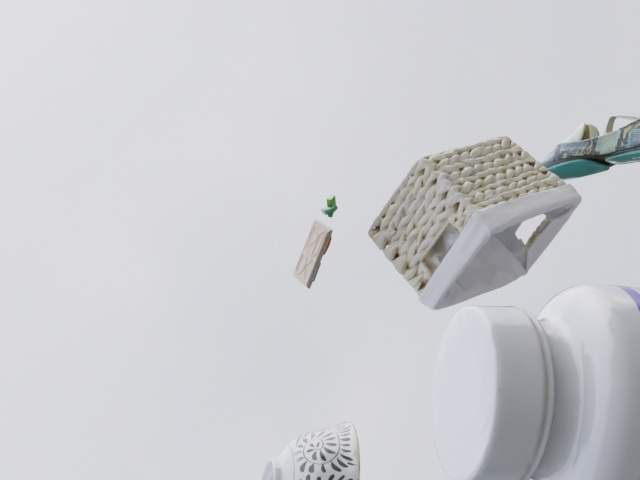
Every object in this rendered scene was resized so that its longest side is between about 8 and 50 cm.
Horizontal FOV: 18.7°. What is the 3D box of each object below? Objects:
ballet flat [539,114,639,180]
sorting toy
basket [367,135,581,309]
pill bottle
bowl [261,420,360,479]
[{"bbox_3d":[0.344,-0.117,2.361,0.070,0.188,0.070,13,-108,-47],"label":"ballet flat"},{"bbox_3d":[0.000,0.000,1.752,0.012,0.062,0.083,20,-84,-15],"label":"sorting toy"},{"bbox_3d":[0.139,-0.021,1.781,0.167,0.103,0.113,-18,-31,-52],"label":"basket"},{"bbox_3d":[0.216,0.107,1.239,0.272,0.152,0.152,5,-70,-17],"label":"pill bottle"},{"bbox_3d":[-0.019,0.265,2.012,0.170,0.080,0.170,-170,90,-79],"label":"bowl"}]
